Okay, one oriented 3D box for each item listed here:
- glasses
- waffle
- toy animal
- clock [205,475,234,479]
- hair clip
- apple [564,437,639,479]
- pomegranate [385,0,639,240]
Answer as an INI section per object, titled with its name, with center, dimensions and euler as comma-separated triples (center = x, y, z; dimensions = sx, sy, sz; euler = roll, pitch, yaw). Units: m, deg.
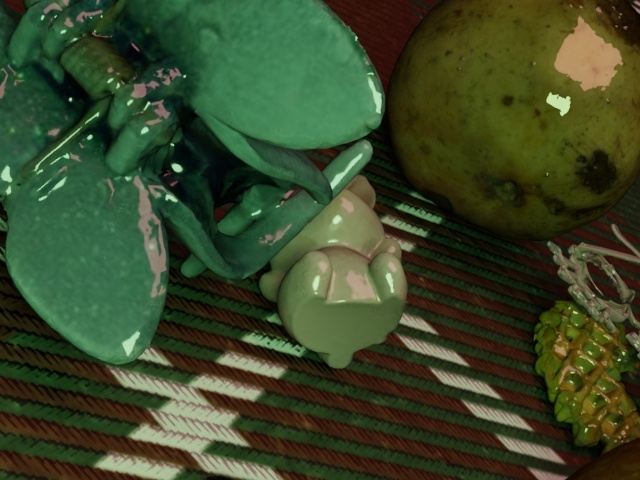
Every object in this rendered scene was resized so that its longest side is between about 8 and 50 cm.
[glasses]
center = 0.338, 0.074, 1.315
dimensions = 0.255, 0.095, 0.162
euler = 45, 31, 9
[waffle]
center = 0.280, 0.137, 1.305
dimensions = 0.149, 0.051, 0.194
euler = 25, 36, -24
[toy animal]
center = 0.000, -0.002, 1.108
dimensions = 0.124, 0.124, 0.213
euler = 23, 31, -29
[clock]
center = -0.020, 0.245, 0.836
dimensions = 0.232, 0.069, 0.170
euler = 52, 34, 16
[hair clip]
center = -0.130, -0.112, 0.947
dimensions = 0.318, 0.392, 0.238
euler = 45, 6, 6
[apple]
center = 0.283, 0.271, 0.967
dimensions = 0.277, 0.250, 0.309
euler = 37, 35, -11
[pomegranate]
center = 0.207, -0.139, 1.326
dimensions = 0.281, 0.281, 0.281
euler = 28, 35, -22
